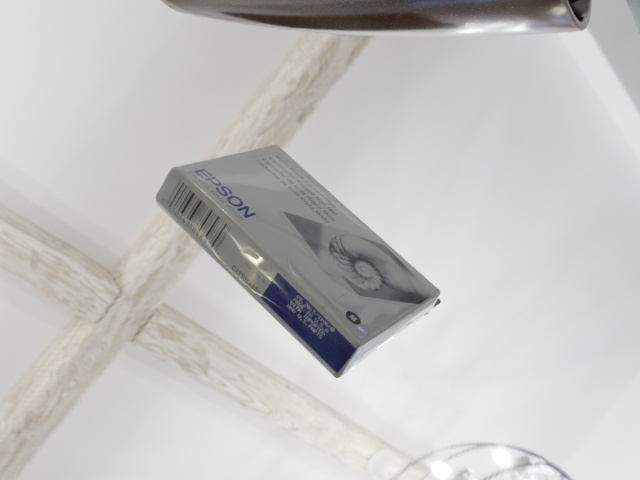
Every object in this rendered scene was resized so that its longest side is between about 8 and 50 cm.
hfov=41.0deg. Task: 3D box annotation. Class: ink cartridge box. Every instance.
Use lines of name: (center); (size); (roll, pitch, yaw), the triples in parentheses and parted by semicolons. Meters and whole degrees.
ink cartridge box: (0.000, 0.000, 0.777); (0.045, 0.223, 0.224); (-55, -16, 28)

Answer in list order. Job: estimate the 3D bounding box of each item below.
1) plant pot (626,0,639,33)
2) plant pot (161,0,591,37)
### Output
plant pot: (0.219, -0.129, 0.283); (0.255, 0.272, 0.271); (44, -96, -7)
plant pot: (0.012, -0.199, 0.467); (0.215, 0.231, 0.215); (-7, -90, -65)
